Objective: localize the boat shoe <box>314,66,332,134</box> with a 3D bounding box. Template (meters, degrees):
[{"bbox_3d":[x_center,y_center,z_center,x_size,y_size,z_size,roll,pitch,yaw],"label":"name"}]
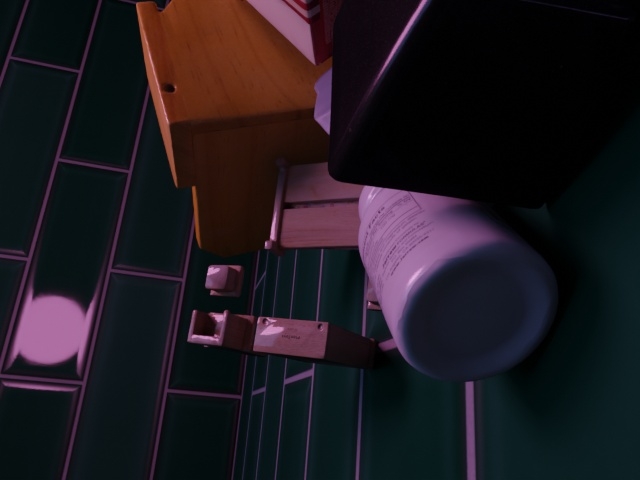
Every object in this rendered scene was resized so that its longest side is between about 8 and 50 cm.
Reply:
[{"bbox_3d":[0.065,-0.170,0.643,0.113,0.105,0.306,-33,23,16],"label":"boat shoe"}]

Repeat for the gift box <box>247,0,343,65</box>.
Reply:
[{"bbox_3d":[-0.006,-0.441,0.671,0.258,0.255,0.276,48,165,21],"label":"gift box"}]

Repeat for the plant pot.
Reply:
[{"bbox_3d":[0.114,-0.156,0.405,0.167,0.188,0.187,110,165,-61],"label":"plant pot"}]

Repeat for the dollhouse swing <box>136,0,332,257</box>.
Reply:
[{"bbox_3d":[-0.089,-0.190,0.890,0.305,0.347,0.314,114,140,-62],"label":"dollhouse swing"}]

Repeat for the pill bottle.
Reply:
[{"bbox_3d":[0.105,0.010,0.497,0.229,0.131,0.131,-105,27,-62],"label":"pill bottle"}]

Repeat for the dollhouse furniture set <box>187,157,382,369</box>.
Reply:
[{"bbox_3d":[0.000,0.000,0.790,0.174,0.304,0.355,37,-124,-60],"label":"dollhouse furniture set"}]
